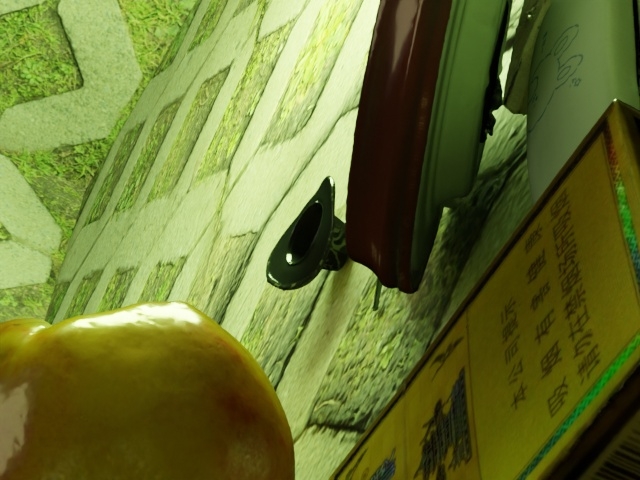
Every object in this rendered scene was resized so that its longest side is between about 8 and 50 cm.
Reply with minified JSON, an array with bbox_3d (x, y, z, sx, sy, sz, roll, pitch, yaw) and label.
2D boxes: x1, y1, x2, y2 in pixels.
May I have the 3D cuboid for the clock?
[{"bbox_3d":[0.088,-0.119,1.116,0.318,0.080,0.318,13,-90,-82],"label":"clock"}]

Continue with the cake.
[{"bbox_3d":[0.157,-0.133,1.120,0.065,0.052,0.121,-7,59,67],"label":"cake"}]

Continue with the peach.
[{"bbox_3d":[-0.157,0.207,1.232,0.289,0.289,0.308,153,112,-67],"label":"peach"}]

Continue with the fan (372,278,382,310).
[{"bbox_3d":[0.053,-0.008,1.277,0.085,0.005,0.133,-9,-67,-54],"label":"fan"}]

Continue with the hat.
[{"bbox_3d":[0.000,0.000,1.442,0.121,0.050,0.121,-51,23,31],"label":"hat"}]

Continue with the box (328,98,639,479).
[{"bbox_3d":[0.107,0.103,0.823,0.301,0.084,0.193,-56,17,30],"label":"box"}]

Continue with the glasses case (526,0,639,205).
[{"bbox_3d":[0.166,-0.092,0.992,0.092,0.059,0.233,-50,21,40],"label":"glasses case"}]
